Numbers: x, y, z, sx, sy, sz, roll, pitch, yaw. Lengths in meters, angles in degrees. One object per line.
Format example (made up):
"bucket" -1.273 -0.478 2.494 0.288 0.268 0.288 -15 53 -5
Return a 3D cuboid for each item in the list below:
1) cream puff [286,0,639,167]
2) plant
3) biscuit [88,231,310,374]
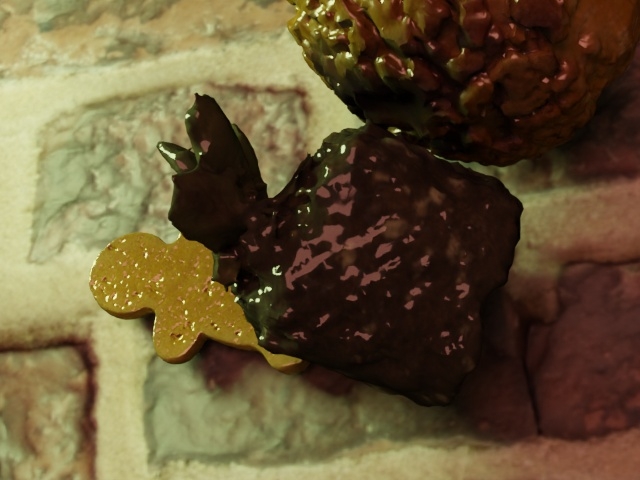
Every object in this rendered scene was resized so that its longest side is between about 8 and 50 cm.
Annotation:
"cream puff" 0.099 -0.207 1.407 0.343 0.327 0.231 37 73 -7
"plant" 0.000 0.000 1.376 0.312 0.215 0.213 18 89 -4
"biscuit" -0.104 0.046 1.534 0.240 0.035 0.158 9 69 21
